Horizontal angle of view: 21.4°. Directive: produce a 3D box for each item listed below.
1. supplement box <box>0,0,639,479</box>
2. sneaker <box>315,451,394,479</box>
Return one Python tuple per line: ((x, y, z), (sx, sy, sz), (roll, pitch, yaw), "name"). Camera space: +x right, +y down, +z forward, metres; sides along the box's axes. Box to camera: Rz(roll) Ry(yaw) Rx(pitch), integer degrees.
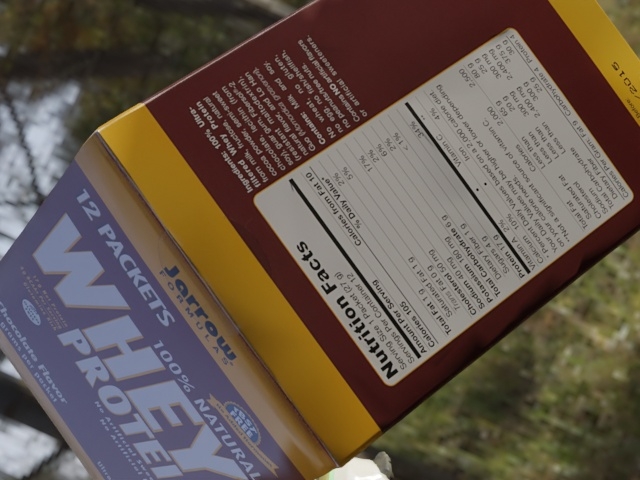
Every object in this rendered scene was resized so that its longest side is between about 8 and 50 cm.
((0.000, 0.000, 0.638), (0.194, 0.129, 0.191), (-34, -2, -30), "supplement box")
((-0.057, 0.348, 1.258), (0.158, 0.182, 0.410), (83, -163, -77), "sneaker")
